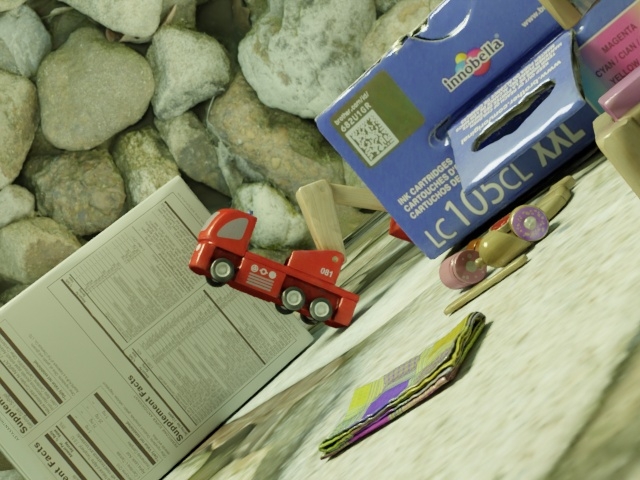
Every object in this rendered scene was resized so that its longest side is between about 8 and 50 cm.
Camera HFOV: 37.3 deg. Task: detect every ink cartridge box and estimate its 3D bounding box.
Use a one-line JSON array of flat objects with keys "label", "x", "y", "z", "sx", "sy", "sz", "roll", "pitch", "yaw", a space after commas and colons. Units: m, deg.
[{"label": "ink cartridge box", "x": 0.172, "y": -0.151, "z": 0.750, "sx": 0.270, "sy": 0.151, "sz": 0.395, "roll": -40, "pitch": 0, "yaw": 30}]

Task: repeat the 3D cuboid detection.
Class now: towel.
[{"label": "towel", "x": 0.036, "y": 0.063, "z": 0.419, "sx": 0.083, "sy": 0.009, "sz": 0.060, "roll": -39, "pitch": 2, "yaw": 31}]

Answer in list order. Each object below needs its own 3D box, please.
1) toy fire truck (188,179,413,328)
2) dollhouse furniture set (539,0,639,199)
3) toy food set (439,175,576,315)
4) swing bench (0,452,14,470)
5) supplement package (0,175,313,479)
[{"label": "toy fire truck", "x": 0.000, "y": 0.000, "z": 0.797, "sx": 0.047, "sy": 0.192, "sz": 0.135, "roll": 141, "pitch": 150, "yaw": -75}, {"label": "dollhouse furniture set", "x": 0.119, "y": -0.190, "z": 0.221, "sx": 0.286, "sy": 0.303, "sz": 0.198, "roll": -39, "pitch": 0, "yaw": 15}, {"label": "toy food set", "x": 0.102, "y": -0.002, "z": 0.541, "sx": 0.078, "sy": 0.019, "sz": 0.122, "roll": -39, "pitch": 1, "yaw": 30}, {"label": "swing bench", "x": -0.411, "y": 0.204, "z": 1.174, "sx": 0.255, "sy": 0.165, "sz": 0.253, "roll": -10, "pitch": -12, "yaw": 33}, {"label": "supplement package", "x": -0.187, "y": 0.113, "z": 0.888, "sx": 0.263, "sy": 0.198, "sz": 0.199, "roll": -40, "pitch": 2, "yaw": -22}]
